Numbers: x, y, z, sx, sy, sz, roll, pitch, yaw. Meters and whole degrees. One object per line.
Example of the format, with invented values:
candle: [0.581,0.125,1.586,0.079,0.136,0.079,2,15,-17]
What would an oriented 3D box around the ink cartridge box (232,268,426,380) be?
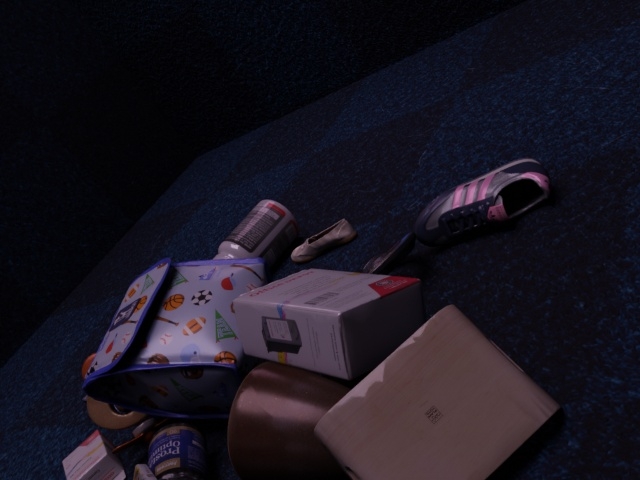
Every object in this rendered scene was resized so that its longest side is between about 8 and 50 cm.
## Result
ink cartridge box: [0.017,0.148,1.303,0.226,0.131,0.306,-19,13,-40]

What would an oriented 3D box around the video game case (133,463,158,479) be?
video game case: [-0.307,0.542,1.197,0.206,0.026,0.227,10,91,60]

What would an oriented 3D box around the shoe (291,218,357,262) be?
shoe: [0.000,0.000,1.923,0.219,0.058,0.076,-25,25,28]

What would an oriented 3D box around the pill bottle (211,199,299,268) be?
pill bottle: [-0.204,0.024,2.041,0.161,0.161,0.283,-5,38,52]

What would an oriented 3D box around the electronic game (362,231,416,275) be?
electronic game: [0.129,0.062,1.534,0.229,0.048,0.229,-44,-3,-3]

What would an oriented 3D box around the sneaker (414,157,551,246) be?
sneaker: [0.349,-0.070,1.482,0.319,0.112,0.131,-32,20,15]

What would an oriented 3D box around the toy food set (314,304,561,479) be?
toy food set: [0.172,0.269,1.019,0.306,0.092,0.220,-41,66,-7]

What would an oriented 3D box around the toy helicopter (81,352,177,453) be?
toy helicopter: [-0.388,0.371,1.629,0.355,0.140,0.235,-12,70,5]

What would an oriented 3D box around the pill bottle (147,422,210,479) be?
pill bottle: [-0.279,0.471,1.336,0.123,0.123,0.219,-36,24,3]

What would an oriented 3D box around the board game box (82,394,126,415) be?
board game box: [-0.565,0.408,1.958,0.194,0.060,0.194,-9,36,49]

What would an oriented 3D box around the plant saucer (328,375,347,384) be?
plant saucer: [0.071,0.202,1.449,0.188,0.045,0.188,-38,22,0]

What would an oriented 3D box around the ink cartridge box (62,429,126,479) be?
ink cartridge box: [-0.549,0.553,1.646,0.115,0.067,0.198,-43,24,-16]

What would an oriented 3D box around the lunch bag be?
lunch bag: [-0.311,0.213,1.533,0.385,0.239,0.328,-2,42,15]

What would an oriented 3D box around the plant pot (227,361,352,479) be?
plant pot: [-0.001,0.324,1.150,0.230,0.215,0.215,0,40,32]
